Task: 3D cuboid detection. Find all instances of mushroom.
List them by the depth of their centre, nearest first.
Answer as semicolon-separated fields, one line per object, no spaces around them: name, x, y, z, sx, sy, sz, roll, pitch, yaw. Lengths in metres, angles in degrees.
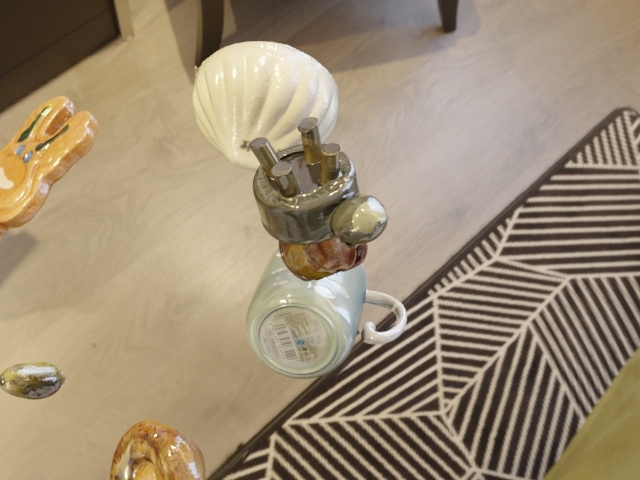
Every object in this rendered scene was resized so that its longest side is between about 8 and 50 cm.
mushroom;-0.370;0.564;1.623;0.263;0.195;0.283;-12;59;29

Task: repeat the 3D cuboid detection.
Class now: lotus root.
lotus root;-0.708;0.348;1.765;0.081;0.179;0.089;12;89;32

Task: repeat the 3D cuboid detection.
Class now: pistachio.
pistachio;0.000;0.000;1.266;0.165;0.210;0.130;39;41;9

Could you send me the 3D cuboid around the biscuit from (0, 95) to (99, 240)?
biscuit;-0.534;-0.115;1.260;0.333;0.047;0.202;-51;49;-4

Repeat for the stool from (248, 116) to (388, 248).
stool;-0.001;-0.083;1.038;0.228;0.139;0.153;9;48;23

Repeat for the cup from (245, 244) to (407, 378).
cup;0.017;0.165;1.622;0.357;0.259;0.274;11;26;5

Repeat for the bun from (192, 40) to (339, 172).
bun;-0.102;-0.197;1.237;0.263;0.263;0.175;7;63;-5
